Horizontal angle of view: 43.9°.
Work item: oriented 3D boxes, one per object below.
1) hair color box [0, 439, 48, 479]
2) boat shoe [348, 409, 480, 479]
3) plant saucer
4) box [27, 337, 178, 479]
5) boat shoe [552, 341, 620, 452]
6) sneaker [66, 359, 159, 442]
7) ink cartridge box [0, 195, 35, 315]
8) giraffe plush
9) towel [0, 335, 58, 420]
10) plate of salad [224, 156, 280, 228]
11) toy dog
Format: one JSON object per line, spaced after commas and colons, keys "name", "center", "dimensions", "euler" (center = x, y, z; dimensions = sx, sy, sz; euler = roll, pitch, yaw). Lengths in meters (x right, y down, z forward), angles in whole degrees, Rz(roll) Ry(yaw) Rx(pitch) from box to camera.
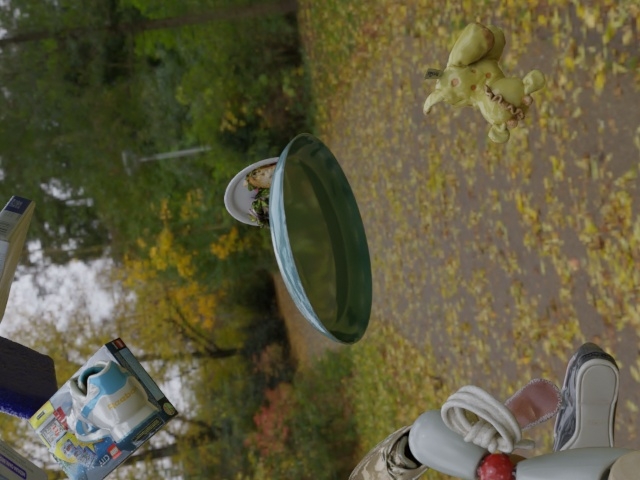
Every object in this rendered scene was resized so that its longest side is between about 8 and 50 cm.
{"name": "hair color box", "center": [-0.480, 0.460, 1.107], "dimensions": [0.185, 0.110, 0.339], "euler": [67, -169, -50]}
{"name": "boat shoe", "center": [0.162, 0.409, 1.516], "dimensions": [0.098, 0.302, 0.109], "euler": [24, -145, -55]}
{"name": "plant saucer", "center": [0.000, 0.000, 1.178], "dimensions": [0.317, 0.043, 0.318], "euler": [-13, -90, -69]}
{"name": "box", "center": [-0.362, 0.292, 1.308], "dimensions": [0.159, 0.233, 0.044], "euler": [50, -157, 6]}
{"name": "boat shoe", "center": [0.524, 0.360, 1.573], "dimensions": [0.095, 0.112, 0.335], "euler": [-73, -13, -67]}
{"name": "sneaker", "center": [-0.285, 0.205, 1.037], "dimensions": [0.092, 0.087, 0.228], "euler": [57, 145, -6]}
{"name": "ink cartridge box", "center": [-0.774, 0.091, 1.886], "dimensions": [0.324, 0.071, 0.330], "euler": [-120, 50, -69]}
{"name": "giraffe plush", "center": [0.301, -0.268, 1.397], "dimensions": [0.170, 0.210, 0.182], "euler": [35, 133, 22]}
{"name": "towel", "center": [-0.670, 0.256, 1.557], "dimensions": [0.076, 0.308, 0.228], "euler": [-55, 32, 10]}
{"name": "plate of salad", "center": [-0.088, -0.086, 1.555], "dimensions": [0.200, 0.199, 0.048], "euler": [89, 166, -53]}
{"name": "toy dog", "center": [0.290, 0.254, 0.950], "dimensions": [0.161, 0.333, 0.220], "euler": [-50, -14, -37]}
